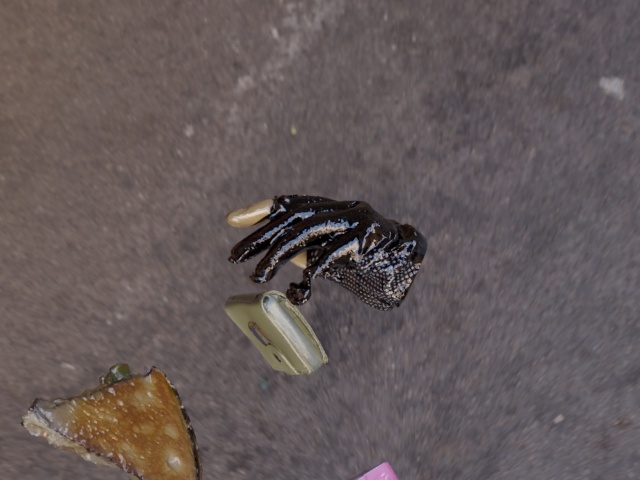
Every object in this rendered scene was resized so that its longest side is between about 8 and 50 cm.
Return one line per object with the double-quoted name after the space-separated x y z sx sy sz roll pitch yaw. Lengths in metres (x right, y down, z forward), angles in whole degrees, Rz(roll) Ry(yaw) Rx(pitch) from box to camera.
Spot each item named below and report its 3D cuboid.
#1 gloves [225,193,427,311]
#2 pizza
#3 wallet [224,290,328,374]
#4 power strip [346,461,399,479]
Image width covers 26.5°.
0.001 -0.002 1.280 0.181 0.129 0.106 25 110 -3 "gloves"
-0.200 0.185 1.286 0.052 0.195 0.185 -46 45 27 "pizza"
-0.048 0.102 1.541 0.039 0.155 0.110 -39 99 -16 "wallet"
-0.006 0.315 1.545 0.109 0.279 0.037 -27 82 -30 "power strip"
